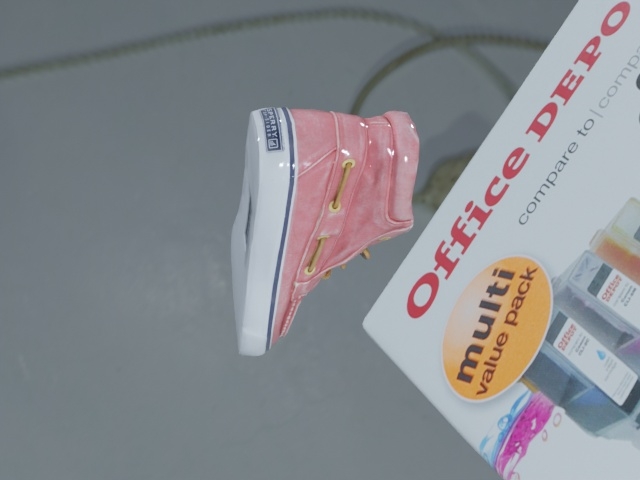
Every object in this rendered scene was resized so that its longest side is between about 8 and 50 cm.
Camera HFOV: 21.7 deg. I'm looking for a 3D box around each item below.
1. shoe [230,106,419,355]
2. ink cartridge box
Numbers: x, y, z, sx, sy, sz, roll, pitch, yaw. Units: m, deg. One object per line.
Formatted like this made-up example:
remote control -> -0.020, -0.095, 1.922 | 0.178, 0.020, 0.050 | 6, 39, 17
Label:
shoe -> 0.000, 0.000, 0.844 | 0.081, 0.178, 0.063 | -2, 53, -10
ink cartridge box -> 0.119, 0.029, 0.366 | 0.127, 0.176, 0.128 | 30, 97, -32
